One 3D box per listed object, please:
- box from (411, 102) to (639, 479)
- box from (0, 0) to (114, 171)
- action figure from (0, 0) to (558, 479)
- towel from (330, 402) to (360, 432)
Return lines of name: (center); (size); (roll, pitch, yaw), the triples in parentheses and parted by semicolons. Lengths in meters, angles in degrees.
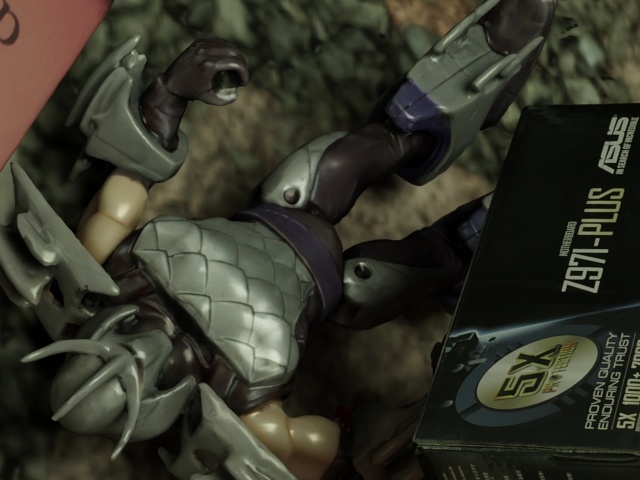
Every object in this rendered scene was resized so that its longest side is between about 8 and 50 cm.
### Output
box: (0.107, 0.067, 0.648); (0.180, 0.078, 0.147); (66, 34, -42)
box: (-0.163, -0.071, 0.527); (0.148, 0.127, 0.232); (59, 39, -32)
action figure: (0.000, 0.000, 0.690); (0.285, 0.099, 0.185); (-31, 85, -47)
towel: (0.049, 0.195, 0.649); (0.199, 0.031, 0.275); (42, 34, -15)
